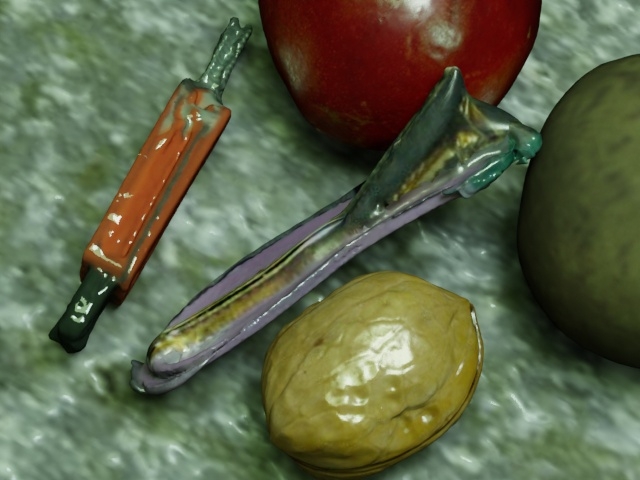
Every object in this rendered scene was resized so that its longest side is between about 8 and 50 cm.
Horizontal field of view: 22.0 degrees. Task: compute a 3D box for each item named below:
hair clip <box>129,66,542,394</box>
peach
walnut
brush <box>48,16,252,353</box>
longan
[{"bbox_3d":[0.000,-0.001,1.250,0.358,0.095,0.110,-39,55,8],"label":"hair clip"},{"bbox_3d":[0.057,-0.189,1.315,0.243,0.199,0.244,-2,62,3],"label":"peach"},{"bbox_3d":[0.039,0.100,1.219,0.180,0.144,0.144,-37,73,-5],"label":"walnut"},{"bbox_3d":[-0.124,-0.050,1.315,0.051,0.070,0.323,24,67,3],"label":"brush"},{"bbox_3d":[0.271,-0.014,1.246,0.246,0.246,0.215,-6,24,-6],"label":"longan"}]
